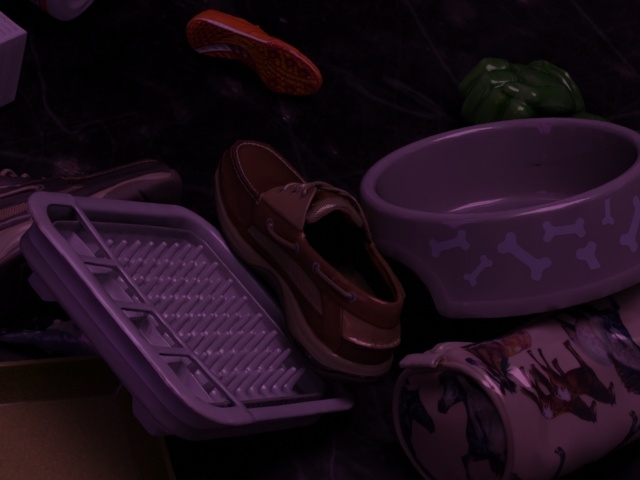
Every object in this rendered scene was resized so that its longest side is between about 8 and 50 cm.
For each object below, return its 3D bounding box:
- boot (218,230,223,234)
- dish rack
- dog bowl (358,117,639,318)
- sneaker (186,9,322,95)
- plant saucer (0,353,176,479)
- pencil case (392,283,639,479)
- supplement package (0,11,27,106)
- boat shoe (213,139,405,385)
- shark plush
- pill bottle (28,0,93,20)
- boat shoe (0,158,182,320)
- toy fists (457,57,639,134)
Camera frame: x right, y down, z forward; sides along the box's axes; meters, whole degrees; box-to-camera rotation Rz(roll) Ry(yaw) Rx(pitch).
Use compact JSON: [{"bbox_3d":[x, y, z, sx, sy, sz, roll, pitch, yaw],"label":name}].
[{"bbox_3d":[-0.078,0.023,1.895,0.114,0.037,0.106,-4,35,-28],"label":"boot"},{"bbox_3d":[-0.131,0.081,1.696,0.285,0.072,0.333,48,19,19],"label":"dish rack"},{"bbox_3d":[0.197,-0.035,1.883,0.349,0.102,0.349,-8,20,3],"label":"dog bowl"},{"bbox_3d":[-0.072,-0.229,2.136,0.175,0.064,0.067,30,34,6],"label":"sneaker"},{"bbox_3d":[-0.237,0.194,1.649,0.188,0.045,0.188,-3,51,-21],"label":"plant saucer"},{"bbox_3d":[0.261,0.127,1.822,0.410,0.160,0.183,-20,90,-35],"label":"pencil case"},{"bbox_3d":[-0.418,-0.183,1.925,0.105,0.105,0.179,40,46,19],"label":"supplement package"},{"bbox_3d":[0.000,0.000,1.816,0.122,0.120,0.324,0,41,-36],"label":"boat shoe"},{"bbox_3d":[-0.232,0.109,1.742,0.161,0.073,0.067,18,74,-11],"label":"shark plush"},{"bbox_3d":[-0.350,-0.349,2.118,0.193,0.108,0.108,34,44,13],"label":"pill bottle"},{"bbox_3d":[-0.293,-0.017,1.787,0.355,0.132,0.130,-25,59,-39],"label":"boat shoe"},{"bbox_3d":[0.282,-0.126,2.121,0.142,0.096,0.279,-19,50,-39],"label":"toy fists"}]
